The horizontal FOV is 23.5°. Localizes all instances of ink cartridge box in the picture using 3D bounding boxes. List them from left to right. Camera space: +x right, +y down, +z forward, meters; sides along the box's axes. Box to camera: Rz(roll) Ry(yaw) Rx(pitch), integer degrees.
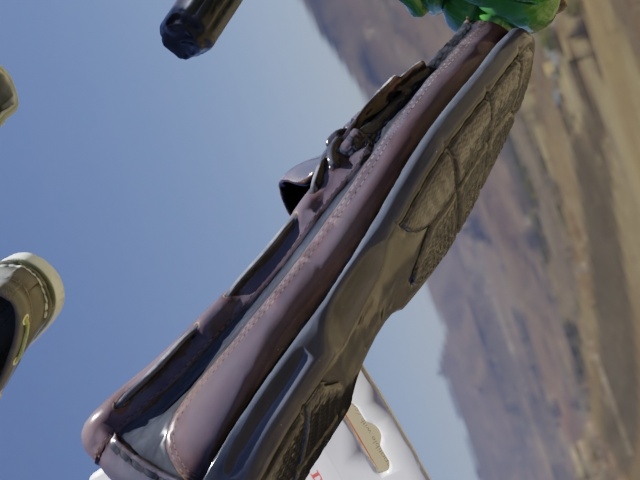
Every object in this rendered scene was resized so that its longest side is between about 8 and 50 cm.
[{"bbox_3d":[-0.017,0.127,0.822,0.115,0.198,0.067,59,-146,4],"label":"ink cartridge box"}]

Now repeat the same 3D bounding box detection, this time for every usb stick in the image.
[{"bbox_3d":[-0.046,-0.265,1.269,0.045,0.278,0.077,35,160,-11],"label":"usb stick"}]

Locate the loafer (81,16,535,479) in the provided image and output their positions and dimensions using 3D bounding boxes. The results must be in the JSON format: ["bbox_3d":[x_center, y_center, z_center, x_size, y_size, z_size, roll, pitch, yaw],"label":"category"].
[{"bbox_3d":[0.000,0.000,0.724,0.302,0.095,0.109,-57,-18,-24],"label":"loafer"}]

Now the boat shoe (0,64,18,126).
[{"bbox_3d":[-0.313,-0.111,1.240,0.109,0.094,0.302,63,-178,-12],"label":"boat shoe"}]

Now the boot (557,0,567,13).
[{"bbox_3d":[0.195,-0.335,1.646,0.213,0.077,0.165,20,-122,-54],"label":"boot"}]

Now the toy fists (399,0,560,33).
[{"bbox_3d":[0.065,-0.250,1.173,0.279,0.096,0.142,36,169,-7],"label":"toy fists"}]

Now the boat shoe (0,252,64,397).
[{"bbox_3d":[-0.372,0.142,1.544,0.109,0.305,0.091,39,-161,1],"label":"boat shoe"}]
